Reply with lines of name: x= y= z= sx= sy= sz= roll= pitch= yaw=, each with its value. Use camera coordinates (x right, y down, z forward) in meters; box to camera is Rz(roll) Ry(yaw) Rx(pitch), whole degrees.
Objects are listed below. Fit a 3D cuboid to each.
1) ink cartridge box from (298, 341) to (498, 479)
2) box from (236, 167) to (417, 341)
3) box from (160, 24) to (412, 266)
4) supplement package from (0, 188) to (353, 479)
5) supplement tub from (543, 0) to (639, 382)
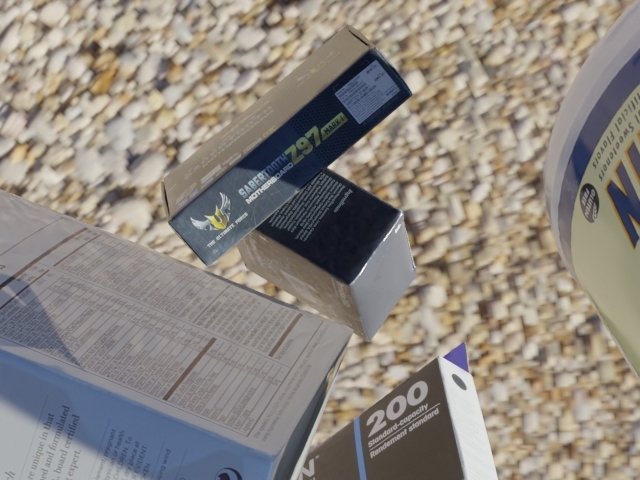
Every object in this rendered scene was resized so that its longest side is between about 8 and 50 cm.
ink cartridge box: x=0.020 y=0.171 z=1.227 sx=0.206 sy=0.208 sz=0.045 roll=-38 pitch=116 yaw=17
box: x=0.000 y=0.000 z=1.782 sx=0.158 sy=0.156 sz=0.093 roll=30 pitch=74 yaw=20
box: x=-0.035 y=-0.089 z=1.622 sx=0.232 sy=0.183 sz=0.059 roll=-39 pitch=103 yaw=4
supplement package: x=-0.152 y=0.103 z=0.837 sx=0.262 sy=0.198 sz=0.199 roll=21 pitch=106 yaw=5
supplement tub: x=0.256 y=0.039 z=0.751 sx=0.235 sy=0.235 sz=0.325 roll=-8 pitch=44 yaw=-18
